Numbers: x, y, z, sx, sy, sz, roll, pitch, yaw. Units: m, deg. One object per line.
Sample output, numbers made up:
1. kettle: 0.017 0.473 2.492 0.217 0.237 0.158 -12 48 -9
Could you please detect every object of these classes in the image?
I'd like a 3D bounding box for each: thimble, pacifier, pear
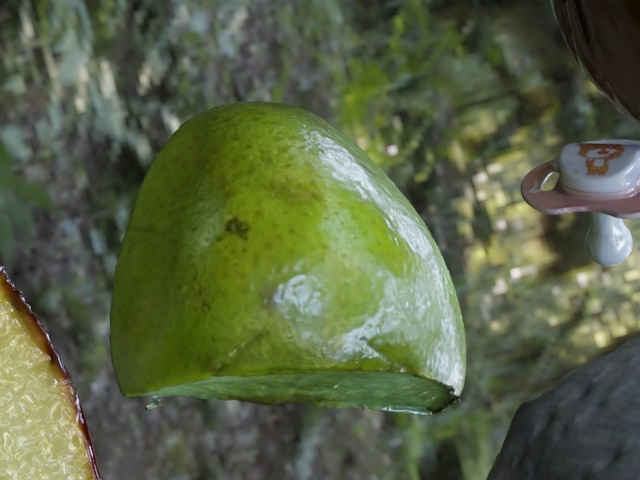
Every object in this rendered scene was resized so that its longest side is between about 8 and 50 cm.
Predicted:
1. thimble: 0.220 0.186 1.162 0.217 0.245 0.157 29 17 -24
2. pacifier: 0.172 -0.022 1.093 0.081 0.099 0.078 -49 136 -51
3. pear: -0.001 -0.002 1.318 0.139 0.288 0.239 -33 -123 49

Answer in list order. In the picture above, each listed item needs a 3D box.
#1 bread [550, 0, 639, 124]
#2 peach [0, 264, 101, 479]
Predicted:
1. bread: 0.283 -0.225 1.314 0.250 0.225 0.279 -141 -138 -62
2. peach: -0.265 0.171 1.041 0.201 0.257 0.362 -27 -122 53
